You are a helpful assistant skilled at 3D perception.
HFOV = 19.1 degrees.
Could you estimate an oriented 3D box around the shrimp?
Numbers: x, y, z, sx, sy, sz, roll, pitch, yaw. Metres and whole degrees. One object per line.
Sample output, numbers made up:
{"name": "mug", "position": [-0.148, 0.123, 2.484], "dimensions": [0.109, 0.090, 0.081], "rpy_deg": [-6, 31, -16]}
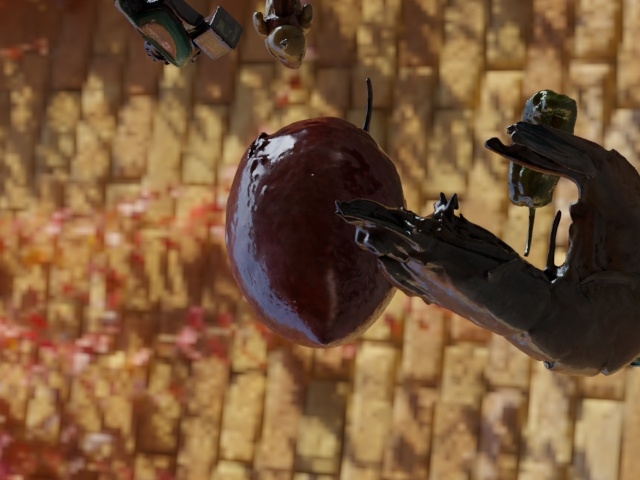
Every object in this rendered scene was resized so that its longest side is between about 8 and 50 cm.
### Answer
{"name": "shrimp", "position": [0.157, -0.010, 1.473], "dimensions": [0.178, 0.289, 0.075], "rpy_deg": [-63, 9, -1]}

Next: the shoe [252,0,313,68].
{"name": "shoe", "position": [-0.047, -0.266, 2.313], "dimensions": [0.069, 0.072, 0.109], "rpy_deg": [87, -166, -68]}

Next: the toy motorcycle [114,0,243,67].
{"name": "toy motorcycle", "position": [-0.174, -0.257, 2.041], "dimensions": [0.173, 0.100, 0.058], "rpy_deg": [45, -140, -22]}

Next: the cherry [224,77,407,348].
{"name": "cherry", "position": [0.000, 0.000, 1.747], "dimensions": [0.192, 0.175, 0.250], "rpy_deg": [103, 168, -48]}

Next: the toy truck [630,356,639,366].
{"name": "toy truck", "position": [0.325, 0.083, 1.678], "dimensions": [0.067, 0.175, 0.081], "rpy_deg": [42, -107, -12]}

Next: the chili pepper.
{"name": "chili pepper", "position": [0.268, -0.091, 2.360], "dimensions": [0.073, 0.072, 0.204], "rpy_deg": [-20, -51, -55]}
